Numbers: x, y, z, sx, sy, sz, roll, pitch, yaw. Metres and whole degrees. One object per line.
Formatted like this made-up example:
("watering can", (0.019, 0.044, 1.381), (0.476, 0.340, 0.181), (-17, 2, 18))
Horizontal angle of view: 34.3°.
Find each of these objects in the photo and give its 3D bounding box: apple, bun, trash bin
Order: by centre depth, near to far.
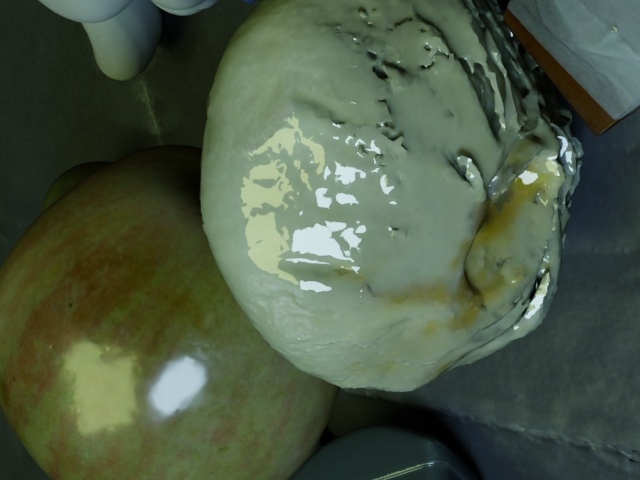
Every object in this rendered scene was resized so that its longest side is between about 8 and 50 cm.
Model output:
("bun", (0.065, -0.040, 0.615), (0.146, 0.287, 0.287), (6, 118, 45))
("apple", (-0.100, 0.063, 0.739), (0.257, 0.257, 0.234), (41, 108, 18))
("trash bin", (0.052, 0.274, 0.867), (0.176, 0.236, 0.101), (-22, 133, 21))

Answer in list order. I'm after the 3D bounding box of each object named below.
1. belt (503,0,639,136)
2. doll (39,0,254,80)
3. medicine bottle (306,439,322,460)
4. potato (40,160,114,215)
("belt", (0.196, -0.150, 0.495), (0.105, 0.184, 0.261), (56, 155, 4))
("doll", (-0.107, -0.255, 0.720), (0.365, 0.376, 0.187), (10, 77, 29))
("medicine bottle", (-0.144, 0.300, 1.094), (0.208, 0.208, 0.340), (44, 137, 16))
("potato", (-0.214, 0.013, 1.031), (0.157, 0.157, 0.194), (51, 141, 8))
